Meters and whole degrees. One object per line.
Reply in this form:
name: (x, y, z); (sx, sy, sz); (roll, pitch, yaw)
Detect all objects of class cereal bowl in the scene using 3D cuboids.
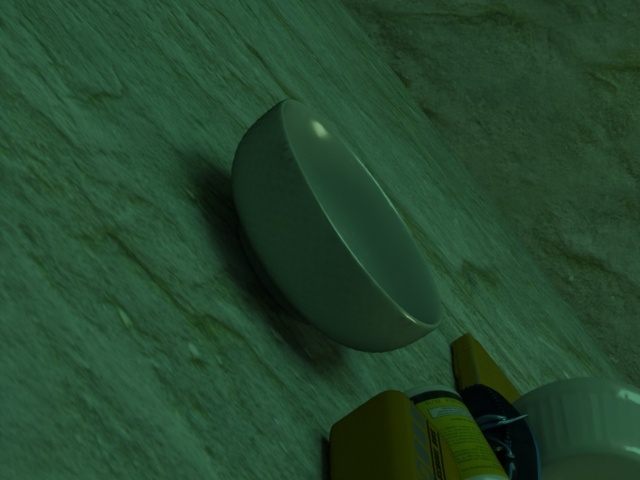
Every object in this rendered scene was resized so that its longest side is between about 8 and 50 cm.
cereal bowl: (0.000, 0.000, 1.554); (0.339, 0.141, 0.339); (51, 15, -19)

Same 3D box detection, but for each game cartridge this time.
game cartridge: (0.313, 0.323, 2.045); (0.285, 0.052, 0.324); (51, 13, -16)

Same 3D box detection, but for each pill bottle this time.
pill bottle: (0.149, 0.275, 1.440); (0.119, 0.119, 0.208); (41, 13, -43)

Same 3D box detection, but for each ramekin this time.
ramekin: (0.374, 0.340, 1.773); (0.277, 0.277, 0.135); (50, 24, -23)

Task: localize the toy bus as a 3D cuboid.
toy bus: (0.082, 0.296, 1.245); (0.130, 0.108, 0.333); (50, 16, -20)

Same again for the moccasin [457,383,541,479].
moccasin: (0.216, 0.293, 1.627); (0.117, 0.138, 0.342); (43, 18, -27)
